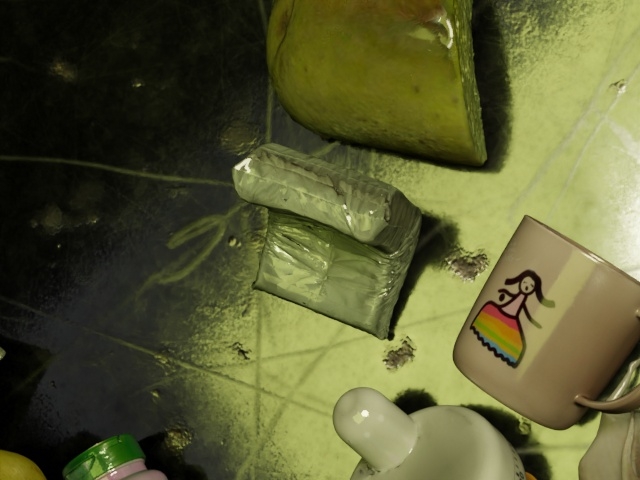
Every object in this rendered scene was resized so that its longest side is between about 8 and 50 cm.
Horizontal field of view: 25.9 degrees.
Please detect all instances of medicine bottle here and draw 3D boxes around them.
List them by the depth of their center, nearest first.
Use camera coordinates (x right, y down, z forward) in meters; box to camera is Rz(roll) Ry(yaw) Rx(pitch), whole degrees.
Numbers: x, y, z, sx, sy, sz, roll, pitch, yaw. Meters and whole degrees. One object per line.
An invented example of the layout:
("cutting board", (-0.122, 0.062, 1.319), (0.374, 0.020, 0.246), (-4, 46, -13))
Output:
("medicine bottle", (-0.228, 0.391, 1.800), (0.133, 0.133, 0.274), (-34, 74, 11))

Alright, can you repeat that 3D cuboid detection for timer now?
("timer", (0.120, 0.295, 1.645), (0.233, 0.240, 0.233), (-31, 35, 24))

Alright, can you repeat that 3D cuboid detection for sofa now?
("sofa", (0.000, 0.000, 1.723), (0.210, 0.225, 0.176), (22, 87, 16))

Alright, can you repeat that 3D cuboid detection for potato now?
("potato", (0.050, -0.259, 1.742), (0.280, 0.213, 0.330), (-4, 81, 17))

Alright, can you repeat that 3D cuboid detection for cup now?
("cup", (0.292, 0.117, 1.624), (0.253, 0.191, 0.200), (36, 98, 40))

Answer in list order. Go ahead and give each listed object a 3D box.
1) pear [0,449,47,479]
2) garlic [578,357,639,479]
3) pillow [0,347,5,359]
("pear", (-0.443, 0.467, 1.789), (0.191, 0.340, 0.386), (26, 74, -9))
("garlic", (0.424, 0.314, 1.553), (0.340, 0.231, 0.246), (42, 100, 11))
("pillow", (-0.550, 0.251, 1.933), (0.185, 0.075, 0.302), (22, 88, 37))
